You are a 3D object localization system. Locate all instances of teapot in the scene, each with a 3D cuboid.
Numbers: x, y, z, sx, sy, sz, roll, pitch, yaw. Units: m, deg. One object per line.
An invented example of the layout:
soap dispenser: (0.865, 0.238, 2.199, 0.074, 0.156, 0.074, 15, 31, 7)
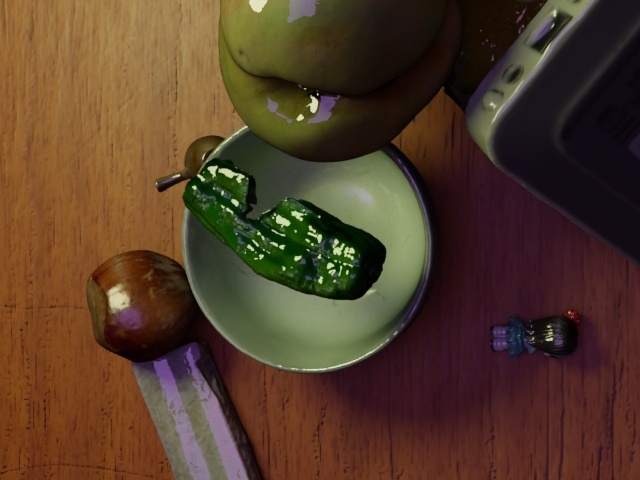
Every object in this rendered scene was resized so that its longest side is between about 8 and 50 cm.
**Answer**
teapot: (-0.152, -0.081, 1.678, 0.110, 0.080, 0.085, -27, 100, -11)

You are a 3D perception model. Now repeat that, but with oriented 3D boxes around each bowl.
bowl: (0.000, 0.000, 1.594, 0.307, 0.163, 0.307, 0, 92, 16)

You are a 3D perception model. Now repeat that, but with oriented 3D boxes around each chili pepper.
chili pepper: (-0.045, -0.006, 1.491, 0.253, 0.083, 0.099, 28, 101, 19)

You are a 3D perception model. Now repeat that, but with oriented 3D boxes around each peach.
peach: (0.014, -0.232, 1.387, 0.247, 0.292, 0.292, 1, 91, 19)

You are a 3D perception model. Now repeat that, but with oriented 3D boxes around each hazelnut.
hazelnut: (-0.221, 0.082, 1.675, 0.143, 0.154, 0.143, -9, 114, -20)

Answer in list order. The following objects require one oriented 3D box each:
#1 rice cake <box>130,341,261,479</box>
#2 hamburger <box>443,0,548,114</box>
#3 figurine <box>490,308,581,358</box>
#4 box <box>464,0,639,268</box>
rice cake: (-0.145, 0.271, 1.700, 0.106, 0.050, 0.298, -23, 84, 15)
hamburger: (0.235, -0.224, 1.495, 0.288, 0.168, 0.192, -9, 85, 32)
figurine: (0.255, 0.111, 1.583, 0.106, 0.047, 0.060, -4, 54, 24)
box: (0.378, -0.165, 1.397, 0.367, 0.373, 0.090, -52, 36, 11)
